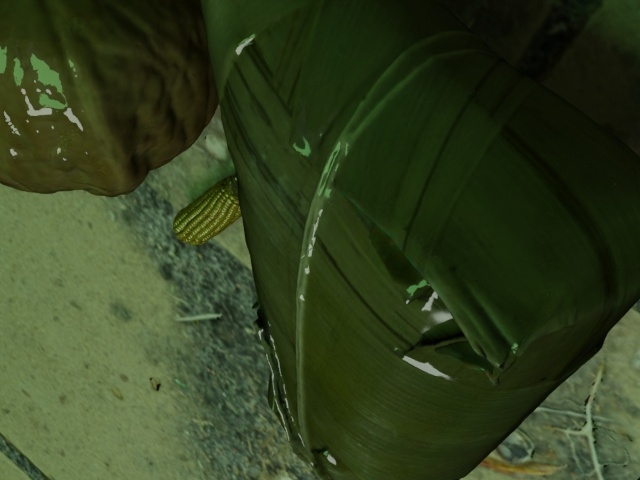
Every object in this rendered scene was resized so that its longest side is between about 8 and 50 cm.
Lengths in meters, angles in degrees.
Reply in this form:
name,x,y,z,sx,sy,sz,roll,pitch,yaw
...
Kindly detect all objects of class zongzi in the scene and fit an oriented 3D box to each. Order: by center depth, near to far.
name,x,y,z,sx,sy,sz,roll,pitch,yaw
zongzi,0.000,0.000,0.904,0.418,0.181,0.447,50,147,16

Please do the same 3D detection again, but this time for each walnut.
name,x,y,z,sx,sy,sz,roll,pitch,yaw
walnut,-0.174,-0.131,0.995,0.228,0.228,0.228,21,130,28

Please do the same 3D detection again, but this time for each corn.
name,x,y,z,sx,sy,sz,roll,pitch,yaw
corn,-0.085,-0.024,1.127,0.037,0.037,0.092,52,138,-2

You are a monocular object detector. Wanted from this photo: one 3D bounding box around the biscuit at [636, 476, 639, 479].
name,x,y,z,sx,sy,sz,roll,pitch,yaw
biscuit,0.299,0.165,0.809,0.154,0.299,0.045,-23,59,38
